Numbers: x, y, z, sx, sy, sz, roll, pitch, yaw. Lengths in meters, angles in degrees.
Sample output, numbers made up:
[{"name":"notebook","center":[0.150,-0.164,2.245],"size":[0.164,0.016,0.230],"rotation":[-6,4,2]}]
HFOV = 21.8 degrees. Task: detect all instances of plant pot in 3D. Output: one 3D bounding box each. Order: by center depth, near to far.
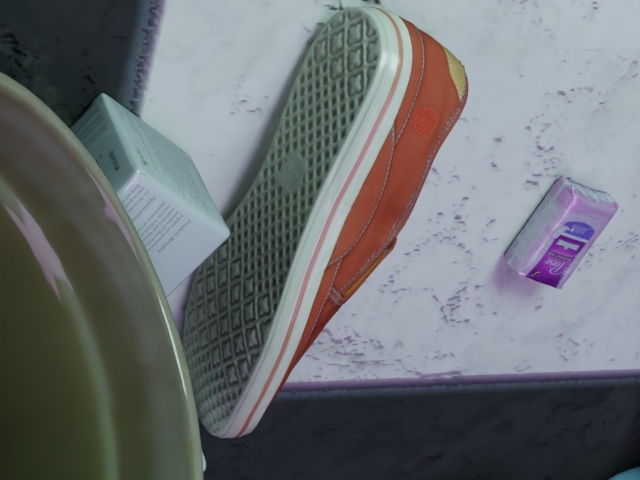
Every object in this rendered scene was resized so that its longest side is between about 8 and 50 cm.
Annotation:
[{"name":"plant pot","center":[-0.257,0.101,0.885],"size":[0.280,0.323,0.323],"rotation":[-19,136,19]}]

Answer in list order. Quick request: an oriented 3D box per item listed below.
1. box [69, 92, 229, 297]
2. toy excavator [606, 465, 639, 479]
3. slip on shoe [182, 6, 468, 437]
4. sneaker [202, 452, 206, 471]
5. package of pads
[{"name":"box","center":[-0.131,-0.016,1.056],"size":[0.101,0.102,0.087],"rotation":[-44,128,12]},{"name":"toy excavator","center":[0.240,0.308,1.448],"size":[0.433,0.222,0.445],"rotation":[-36,119,6]},{"name":"slip on shoe","center":[0.000,0.000,1.125],"size":[0.101,0.123,0.331],"rotation":[11,116,-36]},{"name":"sneaker","center":[-0.157,0.217,1.212],"size":[0.111,0.129,0.297],"rotation":[-5,130,-27]},{"name":"package of pads","center":[0.181,-0.006,1.255],"size":[0.050,0.032,0.083],"rotation":[18,117,-32]}]
